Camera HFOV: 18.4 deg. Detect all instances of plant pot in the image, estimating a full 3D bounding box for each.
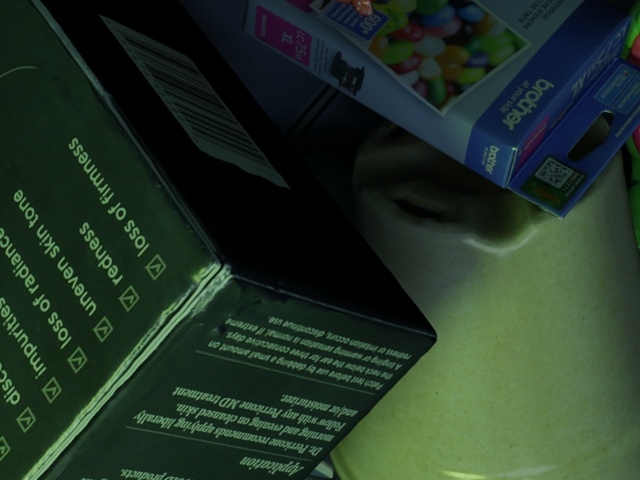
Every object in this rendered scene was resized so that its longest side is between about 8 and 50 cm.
[{"bbox_3d":[0.153,0.043,1.714,0.334,0.334,0.305,-9,127,0],"label":"plant pot"}]

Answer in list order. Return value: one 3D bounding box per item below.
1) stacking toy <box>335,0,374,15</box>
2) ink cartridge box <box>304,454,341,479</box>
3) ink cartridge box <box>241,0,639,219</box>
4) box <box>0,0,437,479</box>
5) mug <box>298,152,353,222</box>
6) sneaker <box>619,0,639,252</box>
[{"bbox_3d":[0.051,-0.337,1.449,0.280,0.130,0.309,-25,123,11],"label":"stacking toy"},{"bbox_3d":[-0.043,0.169,1.890,0.275,0.239,0.060,33,116,-27],"label":"ink cartridge box"},{"bbox_3d":[0.115,-0.164,1.605,0.311,0.186,0.065,34,148,15],"label":"ink cartridge box"},{"bbox_3d":[-0.254,0.052,1.555,0.472,0.480,0.297,-47,147,15],"label":"box"},{"bbox_3d":[-0.007,-0.006,1.840,0.129,0.097,0.157,26,141,21],"label":"mug"},{"bbox_3d":[0.367,-0.063,1.797,0.202,0.185,0.482,-33,150,-24],"label":"sneaker"}]
